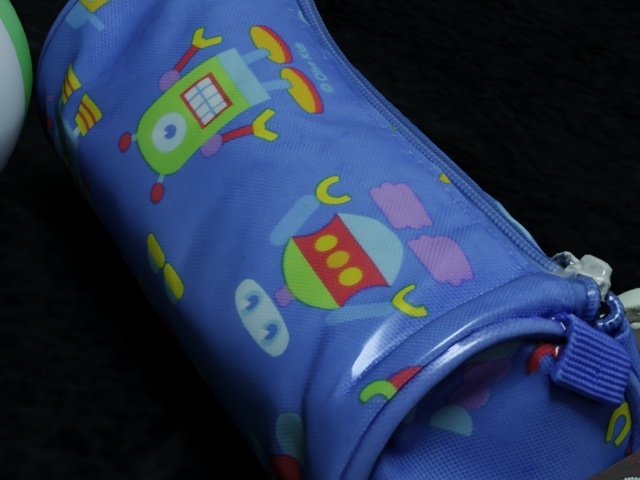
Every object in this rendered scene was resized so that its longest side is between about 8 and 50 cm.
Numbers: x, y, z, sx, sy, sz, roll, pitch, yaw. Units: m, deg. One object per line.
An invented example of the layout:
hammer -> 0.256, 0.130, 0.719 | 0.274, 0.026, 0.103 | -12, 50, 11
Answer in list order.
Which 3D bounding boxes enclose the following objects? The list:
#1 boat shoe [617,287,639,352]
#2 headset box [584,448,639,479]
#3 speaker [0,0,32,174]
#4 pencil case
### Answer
boat shoe -> 0.196, 0.083, 0.711 | 0.227, 0.081, 0.069 | 15, 32, 19
headset box -> 0.101, 0.199, 0.430 | 0.218, 0.110, 0.293 | -20, 45, -38
speaker -> -0.205, -0.011, 0.673 | 0.131, 0.131, 0.296 | 18, 30, 10
pencil case -> 0.000, 0.000, 0.718 | 0.119, 0.133, 0.306 | 38, 9, -42
